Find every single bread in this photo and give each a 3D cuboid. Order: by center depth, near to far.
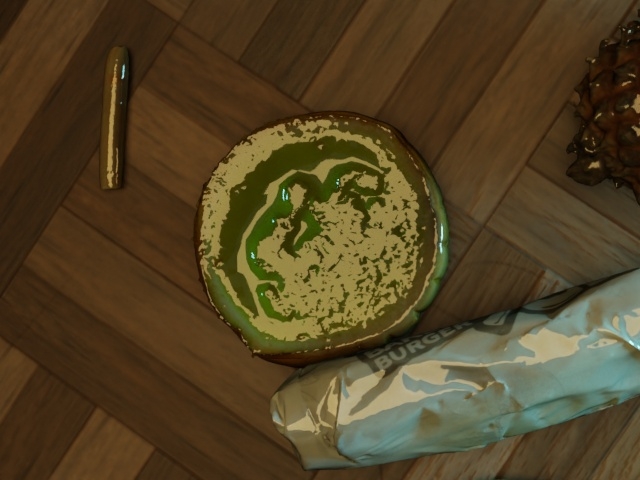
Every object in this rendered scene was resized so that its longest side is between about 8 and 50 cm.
[{"bbox_3d":[0.000,0.000,1.312,0.236,0.070,0.236,0,89,7],"label":"bread"}]

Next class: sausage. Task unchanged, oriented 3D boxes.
[{"bbox_3d":[-0.188,-0.112,1.364,0.024,0.024,0.132,3,90,8],"label":"sausage"}]

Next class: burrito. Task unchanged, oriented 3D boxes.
[{"bbox_3d":[0.179,0.105,1.259,0.445,0.139,0.101,-17,55,4],"label":"burrito"}]

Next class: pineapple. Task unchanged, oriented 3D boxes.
[{"bbox_3d":[0.284,-0.106,1.230,0.193,0.166,0.166,-35,84,8],"label":"pineapple"}]
